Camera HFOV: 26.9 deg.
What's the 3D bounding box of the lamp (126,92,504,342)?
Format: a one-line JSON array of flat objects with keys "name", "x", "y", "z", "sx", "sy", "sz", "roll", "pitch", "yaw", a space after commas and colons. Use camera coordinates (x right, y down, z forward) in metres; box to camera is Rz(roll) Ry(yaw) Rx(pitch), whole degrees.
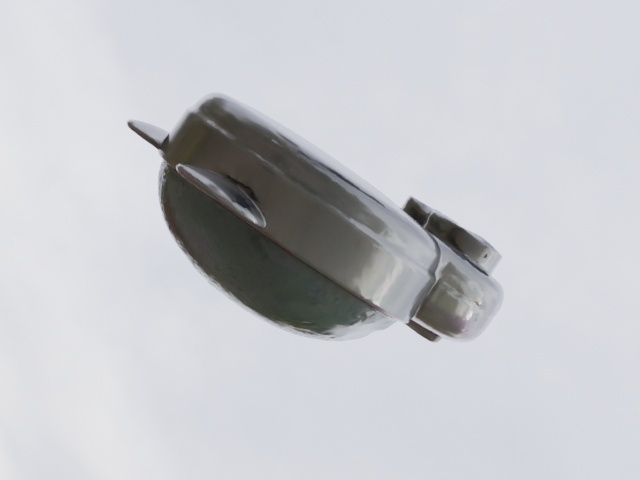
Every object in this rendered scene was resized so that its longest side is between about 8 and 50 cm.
[{"name": "lamp", "x": -0.001, "y": 0.003, "z": 0.798, "sx": 0.108, "sy": 0.246, "sz": 0.179, "roll": -59, "pitch": -151, "yaw": 9}]
